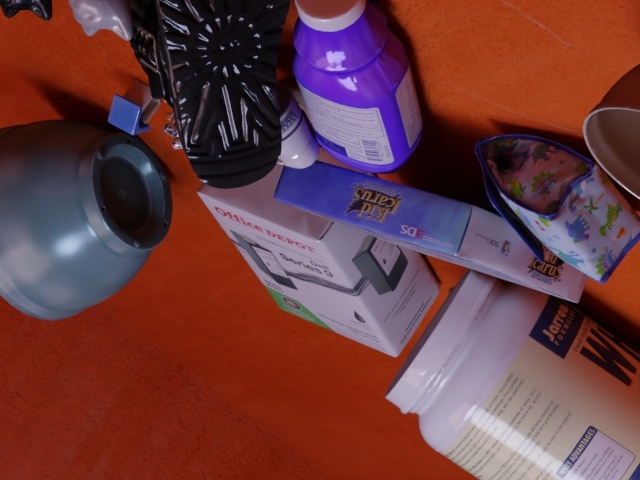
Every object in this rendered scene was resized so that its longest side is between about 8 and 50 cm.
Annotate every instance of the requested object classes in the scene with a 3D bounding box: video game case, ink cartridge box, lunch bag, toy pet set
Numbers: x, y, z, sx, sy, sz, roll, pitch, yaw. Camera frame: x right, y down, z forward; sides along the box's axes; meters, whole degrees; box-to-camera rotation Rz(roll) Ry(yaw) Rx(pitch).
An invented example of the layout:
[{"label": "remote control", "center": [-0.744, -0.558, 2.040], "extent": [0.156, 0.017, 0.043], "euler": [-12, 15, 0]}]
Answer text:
[{"label": "video game case", "center": [0.125, -0.015, 1.991], "extent": [0.269, 0.061, 0.244], "euler": [18, 180, 41]}, {"label": "ink cartridge box", "center": [0.000, 0.000, 2.292], "extent": [0.211, 0.121, 0.289], "euler": [21, 158, 35]}, {"label": "lunch bag", "center": [0.232, -0.040, 1.822], "extent": [0.129, 0.096, 0.151], "euler": [46, 174, -41]}, {"label": "toy pet set", "center": [-0.216, -0.160, 2.353], "extent": [0.114, 0.065, 0.122], "euler": [28, 162, 19]}]

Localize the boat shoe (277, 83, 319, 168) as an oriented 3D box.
[{"label": "boat shoe", "center": [-0.080, -0.143, 2.012], "extent": [0.084, 0.095, 0.258], "euler": [50, 180, -33]}]

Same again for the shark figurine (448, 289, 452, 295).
[{"label": "shark figurine", "center": [0.272, 0.188, 2.360], "extent": [0.278, 0.116, 0.166], "euler": [55, -172, -32]}]

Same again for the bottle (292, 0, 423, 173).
[{"label": "bottle", "center": [0.031, -0.172, 1.818], "extent": [0.118, 0.092, 0.283], "euler": [22, 160, 21]}]

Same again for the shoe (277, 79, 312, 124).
[{"label": "shoe", "center": [-0.055, -0.142, 2.114], "extent": [0.076, 0.058, 0.219], "euler": [43, 161, -27]}]

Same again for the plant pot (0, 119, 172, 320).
[{"label": "plant pot", "center": [-0.338, -0.047, 2.588], "extent": [0.196, 0.293, 0.293], "euler": [-15, 134, 34]}]

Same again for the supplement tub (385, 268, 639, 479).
[{"label": "supplement tub", "center": [0.264, 0.194, 2.140], "extent": [0.325, 0.235, 0.235], "euler": [34, 163, 2]}]

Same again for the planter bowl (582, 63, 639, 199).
[{"label": "planter bowl", "center": [0.312, -0.098, 1.476], "extent": [0.162, 0.109, 0.162], "euler": [31, 162, 11]}]

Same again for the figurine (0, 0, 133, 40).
[{"label": "figurine", "center": [-0.272, -0.311, 1.843], "extent": [0.215, 0.092, 0.209], "euler": [19, 123, 39]}]

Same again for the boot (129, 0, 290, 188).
[{"label": "boot", "center": [-0.123, -0.251, 1.828], "extent": [0.260, 0.131, 0.348], "euler": [-114, 24, -53]}]
